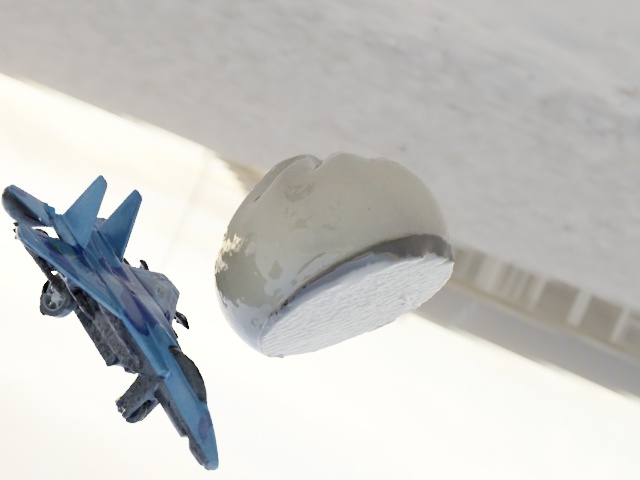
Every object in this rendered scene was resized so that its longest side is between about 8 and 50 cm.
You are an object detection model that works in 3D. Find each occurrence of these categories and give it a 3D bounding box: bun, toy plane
[{"bbox_3d":[0.000,0.000,1.338,0.173,0.173,0.120,12,-132,-61],"label":"bun"},{"bbox_3d":[-0.129,0.062,1.284,0.169,0.078,0.246,23,-144,-55],"label":"toy plane"}]
